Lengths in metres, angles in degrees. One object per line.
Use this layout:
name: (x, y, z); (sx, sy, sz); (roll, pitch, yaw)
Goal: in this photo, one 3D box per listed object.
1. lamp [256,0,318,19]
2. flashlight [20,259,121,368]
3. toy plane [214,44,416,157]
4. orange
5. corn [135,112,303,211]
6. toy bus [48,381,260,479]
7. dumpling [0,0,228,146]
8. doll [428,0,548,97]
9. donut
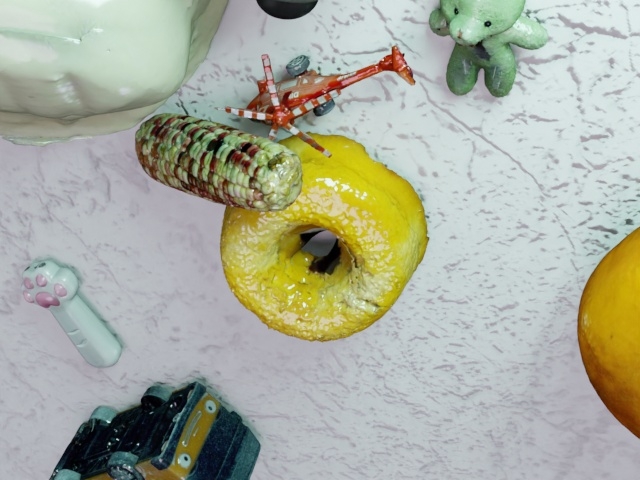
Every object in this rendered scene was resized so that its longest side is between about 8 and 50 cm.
lamp: (-0.035, -0.315, 0.735); (0.197, 0.197, 0.244); (-33, 90, 39)
flashlight: (-0.361, 0.114, 1.322); (0.093, 0.047, 0.200); (-11, 125, 28)
toy plane: (-0.002, -0.161, 0.920); (0.126, 0.077, 0.194); (39, 130, -16)
orange: (0.400, 0.091, 0.888); (0.284, 0.226, 0.284); (6, 133, 7)
corn: (-0.107, -0.082, 0.964); (0.253, 0.086, 0.086); (18, 141, 44)
toy bus: (-0.265, 0.358, 1.428); (0.323, 0.162, 0.194); (-25, 118, 38)
dumpling: (-0.280, -0.189, 0.880); (0.395, 0.233, 0.315); (-6, 144, -19)
doll: (0.150, -0.189, 0.842); (0.115, 0.077, 0.150); (15, 146, 23)
donut: (-0.002, 0.001, 1.047); (0.253, 0.118, 0.253); (4, 119, 8)
